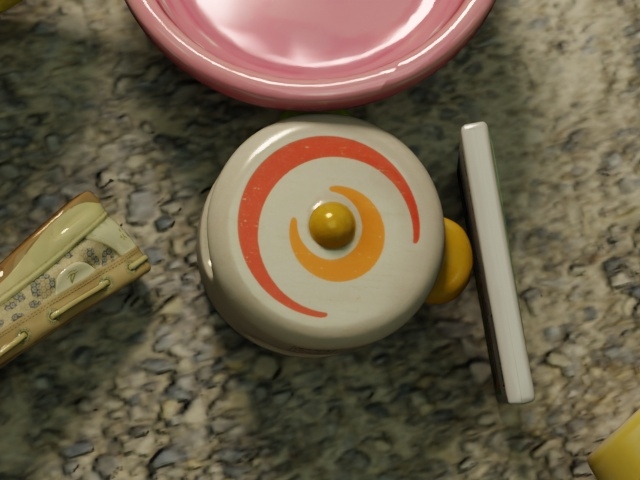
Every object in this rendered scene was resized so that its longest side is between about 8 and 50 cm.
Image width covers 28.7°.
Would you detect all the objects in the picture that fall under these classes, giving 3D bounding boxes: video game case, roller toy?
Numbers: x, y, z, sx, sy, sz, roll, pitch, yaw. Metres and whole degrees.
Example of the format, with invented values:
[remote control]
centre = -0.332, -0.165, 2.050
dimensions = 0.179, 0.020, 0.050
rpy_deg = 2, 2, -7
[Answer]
[video game case]
centre = 0.140, 0.026, 1.014
dimensions = 0.023, 0.193, 0.213
rpy_deg = -10, 83, 4
[roller toy]
centre = 0.000, 0.000, 1.015
dimensions = 0.191, 0.146, 0.209
rpy_deg = -38, 90, -13

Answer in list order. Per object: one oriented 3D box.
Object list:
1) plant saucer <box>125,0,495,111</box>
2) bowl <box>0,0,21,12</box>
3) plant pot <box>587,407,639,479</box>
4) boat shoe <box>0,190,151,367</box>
[plant saucer]
centre = -0.009, -0.256, 1.036
dimensions = 0.332, 0.084, 0.332
rpy_deg = 0, 74, -1
[bowl]
centre = -0.310, -0.263, 0.915
dimensions = 0.289, 0.290, 0.156
rpy_deg = 3, 37, -10
[plant pot]
centre = 0.354, 0.214, 1.007
dimensions = 0.254, 0.254, 0.239
rpy_deg = -38, 74, -14
[boat shoe]
centre = -0.253, 0.083, 0.975
dimensions = 0.089, 0.104, 0.285
rpy_deg = 47, 71, -10
